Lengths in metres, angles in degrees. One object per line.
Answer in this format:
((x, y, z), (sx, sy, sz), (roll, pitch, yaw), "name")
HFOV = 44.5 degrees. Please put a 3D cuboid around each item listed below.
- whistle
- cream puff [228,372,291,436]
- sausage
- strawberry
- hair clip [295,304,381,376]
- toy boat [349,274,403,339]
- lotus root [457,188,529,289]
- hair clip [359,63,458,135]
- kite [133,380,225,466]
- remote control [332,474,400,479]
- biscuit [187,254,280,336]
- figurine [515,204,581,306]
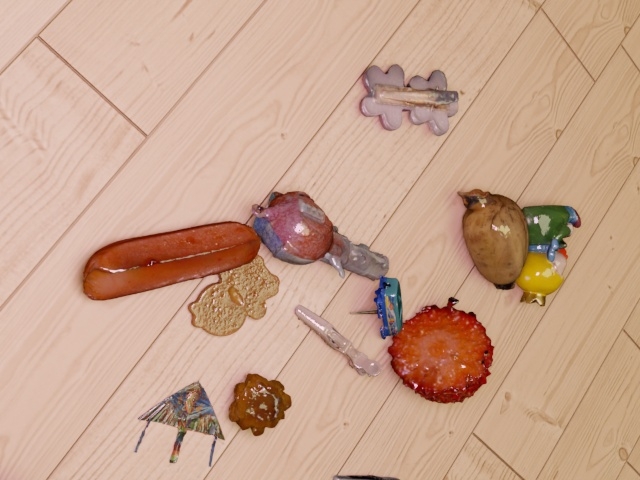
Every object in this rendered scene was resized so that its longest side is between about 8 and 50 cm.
((0.001, 0.000, 1.528), (0.346, 0.142, 0.133), (24, 106, -36), "whistle")
((-0.118, 0.309, 1.495), (0.122, 0.094, 0.116), (-17, 98, -4), "cream puff")
((-0.263, 0.031, 1.395), (0.330, 0.102, 0.102), (-13, 98, -28), "sausage")
((0.263, 0.264, 1.680), (0.234, 0.234, 0.178), (-40, 140, -22), "strawberry")
((0.038, 0.206, 1.585), (0.226, 0.072, 0.034), (44, 69, -22), "hair clip")
((0.116, 0.147, 1.621), (0.175, 0.110, 0.091), (78, 18, -44), "toy boat")
((0.393, -0.010, 1.739), (0.154, 0.140, 0.257), (-67, 140, -56), "lotus root")
((0.194, -0.298, 1.654), (0.257, 0.075, 0.146), (0, 90, -23), "hair clip")
((-0.252, 0.340, 1.463), (0.183, 0.010, 0.160), (21, 82, -28), "kite")
((0.098, 0.532, 1.656), (0.166, 0.029, 0.065), (12, 88, -29), "remote control")
((-0.161, 0.109, 1.494), (0.133, 0.027, 0.184), (42, 74, -23), "biscuit")
((0.535, 0.035, 1.836), (0.185, 0.127, 0.234), (-2, 83, -44), "figurine")
